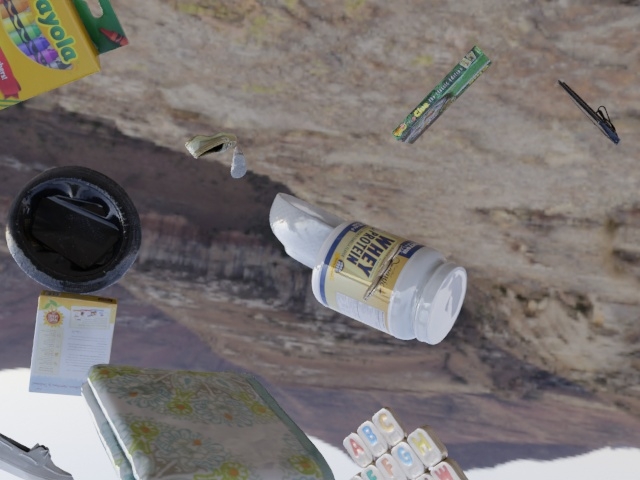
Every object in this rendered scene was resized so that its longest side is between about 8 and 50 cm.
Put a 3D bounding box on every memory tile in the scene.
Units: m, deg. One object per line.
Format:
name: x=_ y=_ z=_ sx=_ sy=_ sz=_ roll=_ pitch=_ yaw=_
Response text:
memory tile: x=0.119 y=0.063 z=1.515 sx=0.012 sy=0.113 sz=0.148 roll=32 pitch=168 yaw=3

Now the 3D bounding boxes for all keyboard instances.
keyboard: x=0.541 y=-0.258 z=1.531 sx=0.038 sy=0.192 sz=0.100 roll=-40 pitch=125 yaw=18

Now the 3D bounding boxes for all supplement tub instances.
supplement tub: x=0.164 y=0.100 z=1.849 sx=0.316 sy=0.228 sz=0.228 roll=21 pitch=-179 yaw=30

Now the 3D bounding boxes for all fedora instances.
fedora: x=-0.593 y=-0.018 z=1.916 sx=0.334 sy=0.333 sz=0.152 roll=7 pitch=170 yaw=0

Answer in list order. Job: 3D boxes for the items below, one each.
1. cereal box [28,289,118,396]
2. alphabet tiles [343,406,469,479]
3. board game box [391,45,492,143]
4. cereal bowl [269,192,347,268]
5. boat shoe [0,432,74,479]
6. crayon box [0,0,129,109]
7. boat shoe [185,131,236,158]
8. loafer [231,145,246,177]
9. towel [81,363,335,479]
cereal box: x=-0.570 y=0.241 z=1.790 sx=0.173 sy=0.240 sz=0.047 roll=9 pitch=-167 yaw=-14
alphabet tiles: x=0.159 y=0.463 z=1.462 sx=0.021 sy=0.278 sz=0.284 roll=-19 pitch=157 yaw=-43
board game box: x=0.272 y=-0.319 z=1.733 sx=0.030 sy=0.259 sz=0.136 roll=49 pitch=-163 yaw=14
cereal bowl: x=0.000 y=0.000 z=2.185 sx=0.339 sy=0.141 sz=0.339 roll=27 pitch=-173 yaw=-3
boat shoe: x=-0.539 y=0.407 z=1.445 sx=0.184 sy=0.063 sz=0.066 roll=24 pitch=169 yaw=-2
crayon box: x=-0.466 y=-0.311 z=1.138 sx=0.319 sy=0.202 sz=0.081 roll=-23 pitch=-145 yaw=-3
boat shoe: x=-0.250 y=-0.220 z=1.827 sx=0.056 sy=0.048 sz=0.153 roll=-40 pitch=165 yaw=32
loafer: x=-0.234 y=-0.225 z=2.224 sx=0.045 sy=0.039 sz=0.125 roll=-3 pitch=155 yaw=-11
towel: x=-0.187 y=0.316 z=1.236 sx=0.321 sy=0.090 sz=0.374 roll=9 pitch=-165 yaw=-33
